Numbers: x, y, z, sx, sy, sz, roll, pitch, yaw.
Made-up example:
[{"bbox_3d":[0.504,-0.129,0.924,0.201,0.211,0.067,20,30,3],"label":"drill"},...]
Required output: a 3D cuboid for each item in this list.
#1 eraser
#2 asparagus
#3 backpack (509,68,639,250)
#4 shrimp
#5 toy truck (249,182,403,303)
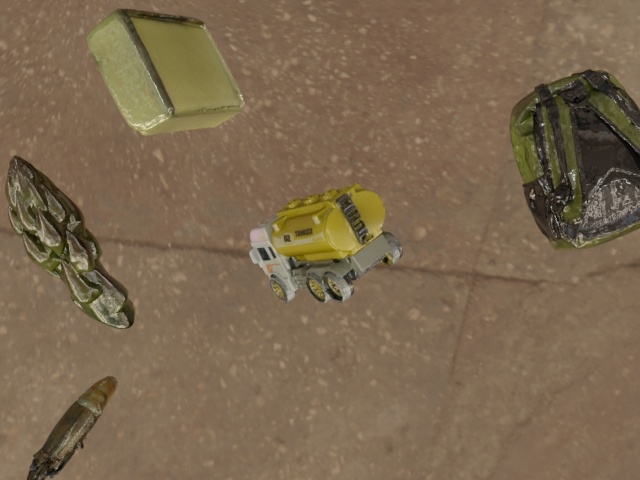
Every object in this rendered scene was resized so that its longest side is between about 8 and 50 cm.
[{"bbox_3d":[-0.157,-0.174,0.856,0.058,0.172,0.117,-25,92,23],"label":"eraser"},{"bbox_3d":[-0.295,0.011,0.947,0.080,0.080,0.287,-22,139,-8],"label":"asparagus"},{"bbox_3d":[0.388,-0.122,1.193,0.206,0.140,0.254,-23,88,-5],"label":"backpack"},{"bbox_3d":[-0.357,0.286,1.164,0.051,0.217,0.150,35,130,-1],"label":"shrimp"},{"bbox_3d":[0.000,0.000,0.953,0.098,0.226,0.114,-36,102,-25],"label":"toy truck"}]
